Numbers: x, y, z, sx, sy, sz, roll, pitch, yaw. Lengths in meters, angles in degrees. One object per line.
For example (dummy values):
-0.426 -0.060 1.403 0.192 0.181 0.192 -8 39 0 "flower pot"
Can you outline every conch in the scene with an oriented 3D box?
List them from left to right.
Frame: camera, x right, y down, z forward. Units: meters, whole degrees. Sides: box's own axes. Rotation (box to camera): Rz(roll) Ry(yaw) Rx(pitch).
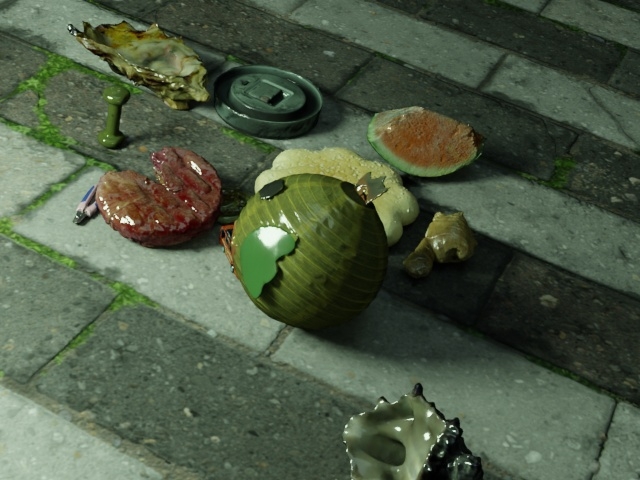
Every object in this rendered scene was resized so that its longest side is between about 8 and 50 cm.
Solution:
0.097 0.332 1.221 0.241 0.186 0.313 5 58 2 "conch"

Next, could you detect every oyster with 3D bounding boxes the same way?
-0.339 -0.365 2.004 0.361 0.096 0.221 29 37 20 "oyster"

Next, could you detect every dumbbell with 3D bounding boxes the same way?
-0.380 -0.227 1.802 0.046 0.118 0.052 26 39 11 "dumbbell"

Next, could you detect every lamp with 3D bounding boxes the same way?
0.000 0.000 1.490 0.250 0.284 0.250 35 24 -18 "lamp"

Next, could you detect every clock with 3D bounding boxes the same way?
-0.108 -0.284 1.999 0.226 0.049 0.226 7 38 -5 "clock"

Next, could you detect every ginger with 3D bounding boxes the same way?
0.214 0.017 1.703 0.096 0.067 0.165 26 54 17 "ginger"

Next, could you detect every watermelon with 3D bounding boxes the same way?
0.192 -0.193 1.938 0.231 0.128 0.146 18 5 -18 "watermelon"

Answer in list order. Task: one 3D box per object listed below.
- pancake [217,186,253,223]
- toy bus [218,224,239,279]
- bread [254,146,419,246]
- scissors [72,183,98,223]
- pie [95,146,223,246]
-0.165 -0.064 1.739 0.108 0.017 0.108 5 36 -4 "pancake"
-0.139 0.018 1.624 0.031 0.043 0.110 -8 43 -23 "toy bus"
0.031 -0.083 1.786 0.316 0.054 0.316 6 38 -5 "bread"
-0.394 -0.061 1.680 0.039 0.012 0.113 16 39 6 "scissors"
-0.272 -0.074 1.677 0.219 0.054 0.204 -16 54 -25 "pie"
